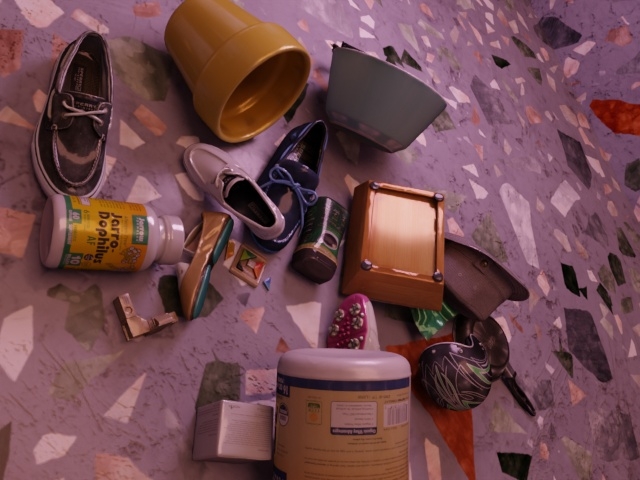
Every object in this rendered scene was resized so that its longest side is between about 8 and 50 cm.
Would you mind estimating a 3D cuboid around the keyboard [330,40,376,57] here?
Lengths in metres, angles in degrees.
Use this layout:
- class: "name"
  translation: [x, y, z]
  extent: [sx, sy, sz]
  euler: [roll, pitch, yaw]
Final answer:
- class: "keyboard"
  translation: [0.134, -0.446, 1.473]
  extent: [0.201, 0.033, 0.317]
  euler: [37, 9, 28]

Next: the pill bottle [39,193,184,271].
- class: "pill bottle"
  translation: [-0.340, -0.007, 0.912]
  extent: [0.208, 0.117, 0.118]
  euler: [6, 65, -36]

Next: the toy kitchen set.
- class: "toy kitchen set"
  translation: [-0.288, 0.116, 0.926]
  extent: [0.083, 0.068, 0.075]
  euler: [-16, 79, -42]

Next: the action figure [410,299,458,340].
- class: "action figure"
  translation: [0.219, 0.114, 1.328]
  extent: [0.137, 0.063, 0.232]
  euler: [-31, 83, -41]

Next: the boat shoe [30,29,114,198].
- class: "boat shoe"
  translation: [-0.424, -0.220, 0.951]
  extent: [0.121, 0.119, 0.336]
  euler: [6, 65, -36]

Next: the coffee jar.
- class: "coffee jar"
  translation: [0.000, 0.000, 1.201]
  extent: [0.096, 0.079, 0.185]
  euler: [35, 50, -24]

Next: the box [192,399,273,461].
- class: "box"
  translation: [-0.145, 0.320, 0.914]
  extent: [0.101, 0.101, 0.087]
  euler: [19, 58, -30]

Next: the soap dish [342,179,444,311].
- class: "soap dish"
  translation: [0.179, 0.002, 1.266]
  extent: [0.228, 0.118, 0.291]
  euler: [11, 60, -4]

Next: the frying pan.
- class: "frying pan"
  translation: [0.449, 0.326, 1.418]
  extent: [0.197, 0.053, 0.326]
  euler: [-13, 74, -40]

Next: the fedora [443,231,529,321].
- class: "fedora"
  translation: [0.361, 0.107, 1.364]
  extent: [0.275, 0.243, 0.124]
  euler: [42, 78, -6]

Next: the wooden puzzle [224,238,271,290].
- class: "wooden puzzle"
  translation: [-0.143, 0.049, 1.110]
  extent: [0.116, 0.014, 0.079]
  euler: [30, 53, -24]

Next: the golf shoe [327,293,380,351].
- class: "golf shoe"
  translation: [0.088, 0.266, 1.131]
  extent: [0.140, 0.115, 0.307]
  euler: [20, 65, -40]

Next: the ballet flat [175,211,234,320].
- class: "ballet flat"
  translation: [-0.228, 0.042, 1.022]
  extent: [0.073, 0.080, 0.232]
  euler: [15, 53, 0]

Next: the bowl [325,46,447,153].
- class: "bowl"
  translation: [0.136, -0.325, 1.360]
  extent: [0.311, 0.311, 0.163]
  euler: [22, 98, -28]

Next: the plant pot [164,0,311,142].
- class: "plant pot"
  translation: [-0.187, -0.375, 1.145]
  extent: [0.239, 0.254, 0.254]
  euler: [49, 46, 11]

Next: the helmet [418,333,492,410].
- class: "helmet"
  translation: [0.302, 0.297, 1.236]
  extent: [0.170, 0.169, 0.161]
  euler: [61, 31, 3]

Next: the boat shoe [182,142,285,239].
- class: "boat shoe"
  translation: [-0.169, -0.107, 1.073]
  extent: [0.258, 0.084, 0.095]
  euler: [38, 82, 6]

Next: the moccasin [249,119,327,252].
- class: "moccasin"
  translation: [-0.068, -0.139, 1.191]
  extent: [0.137, 0.116, 0.342]
  euler: [27, 55, -25]

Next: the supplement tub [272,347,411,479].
- class: "supplement tub"
  translation: [0.035, 0.346, 0.910]
  extent: [0.228, 0.228, 0.317]
  euler: [7, 81, -36]
